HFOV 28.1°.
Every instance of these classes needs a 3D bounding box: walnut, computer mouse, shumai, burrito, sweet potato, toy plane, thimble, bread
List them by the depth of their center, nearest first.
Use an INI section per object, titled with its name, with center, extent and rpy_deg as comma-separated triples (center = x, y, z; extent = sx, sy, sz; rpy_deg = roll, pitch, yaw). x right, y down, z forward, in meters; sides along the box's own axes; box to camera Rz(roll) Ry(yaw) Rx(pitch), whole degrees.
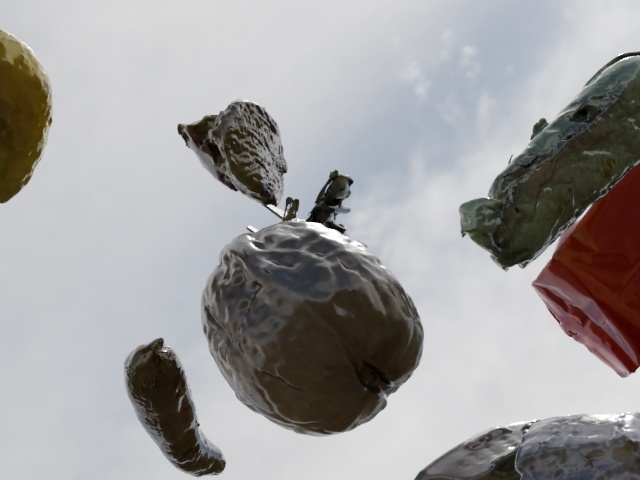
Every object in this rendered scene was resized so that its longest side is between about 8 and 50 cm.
[thimble]
center = 0.207, 0.196, 0.927
extent = 0.097, 0.150, 0.150
rpy_deg = -9, -40, 24
[walnut]
center = -0.018, 0.072, 1.149
extent = 0.178, 0.230, 0.178
rpy_deg = -25, -42, -26
[burrito]
center = 0.256, -0.090, 1.215
extent = 0.309, 0.066, 0.096
rpy_deg = -41, -79, -16
[bread]
center = -0.375, -0.134, 1.320
extent = 0.197, 0.170, 0.197
rpy_deg = -5, -76, -18
[shumai]
center = -0.090, -0.093, 1.462
extent = 0.139, 0.123, 0.105
rpy_deg = 2, -18, -46
[sweet potato]
center = -0.170, 0.210, 1.496
extent = 0.075, 0.075, 0.273
rpy_deg = -25, -42, -7
[toy plane]
center = 0.008, 0.006, 1.569
extent = 0.262, 0.088, 0.192
rpy_deg = 13, -70, -54
[computer mouse]
center = 0.214, 0.318, 1.571
extent = 0.389, 0.115, 0.199
rpy_deg = -13, -72, -21

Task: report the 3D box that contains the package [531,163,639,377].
[package]
center = 0.454, -0.032, 1.650
extent = 0.423, 0.196, 0.123
rpy_deg = -52, -9, 11
